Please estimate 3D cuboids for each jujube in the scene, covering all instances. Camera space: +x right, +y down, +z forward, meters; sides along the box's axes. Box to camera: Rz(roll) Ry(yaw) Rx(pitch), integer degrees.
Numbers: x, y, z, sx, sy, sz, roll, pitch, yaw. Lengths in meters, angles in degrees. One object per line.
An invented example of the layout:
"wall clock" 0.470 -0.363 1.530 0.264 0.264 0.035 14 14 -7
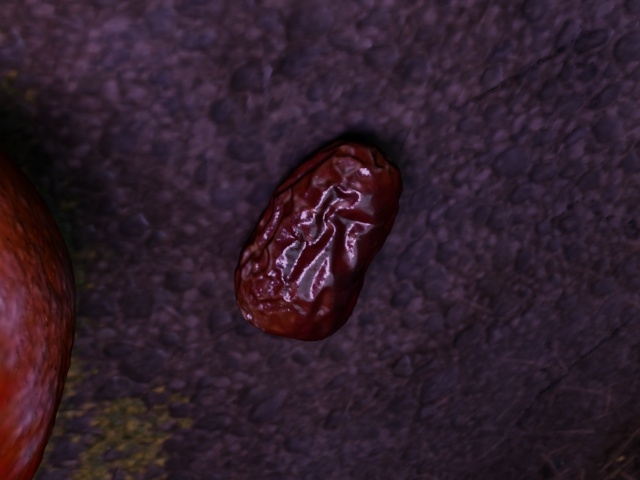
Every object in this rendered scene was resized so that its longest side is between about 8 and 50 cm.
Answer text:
"jujube" 0.000 0.000 0.901 0.077 0.077 0.129 14 119 -35

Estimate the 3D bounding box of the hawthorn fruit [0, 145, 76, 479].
"hawthorn fruit" -0.213 0.045 0.738 0.231 0.263 0.235 19 96 -63
